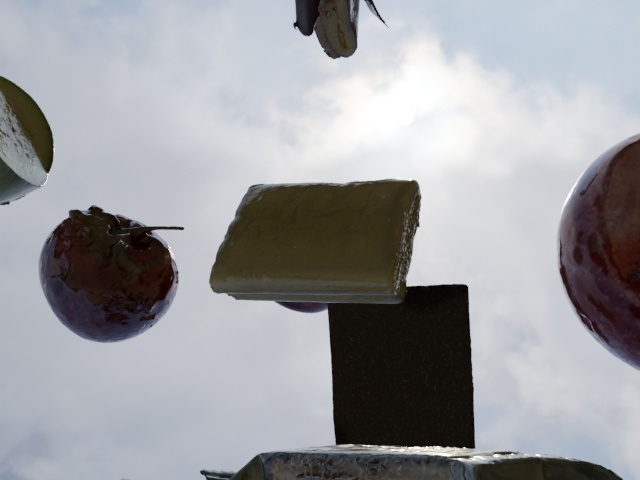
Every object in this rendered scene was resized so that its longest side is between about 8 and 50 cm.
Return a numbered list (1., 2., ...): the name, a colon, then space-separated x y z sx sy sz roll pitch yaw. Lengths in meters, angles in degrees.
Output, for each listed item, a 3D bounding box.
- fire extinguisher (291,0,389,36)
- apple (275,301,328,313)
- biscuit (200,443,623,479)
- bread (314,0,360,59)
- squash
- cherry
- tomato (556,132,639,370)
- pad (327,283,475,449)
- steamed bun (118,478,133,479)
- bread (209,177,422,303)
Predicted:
1. fire extinguisher: 0.117 -0.247 0.500 0.106 0.337 0.147 52 171 41
2. apple: -0.030 0.053 1.743 0.218 0.201 0.218 22 -165 -6
3. biscuit: 0.070 0.187 0.570 0.186 0.309 0.079 14 -110 -36
4. bread: 0.020 -0.367 1.137 0.119 0.067 0.192 -8 -79 -77
5. squash: -0.483 -0.168 1.188 0.220 0.133 0.220 42 -144 -42
6. cherry: -0.299 0.060 1.127 0.192 0.249 0.175 6 -119 -9
7. tomato: 0.375 0.016 0.802 0.227 0.270 0.270 60 -169 -63
8. pad: 0.125 0.232 1.219 0.004 0.220 0.329 -27 -65 -79
9. steamed bun: -0.245 0.443 1.109 0.111 0.231 0.212 17 -122 -33
10. bread: 0.000 0.001 0.741 0.060 0.178 0.139 66 -146 -42
